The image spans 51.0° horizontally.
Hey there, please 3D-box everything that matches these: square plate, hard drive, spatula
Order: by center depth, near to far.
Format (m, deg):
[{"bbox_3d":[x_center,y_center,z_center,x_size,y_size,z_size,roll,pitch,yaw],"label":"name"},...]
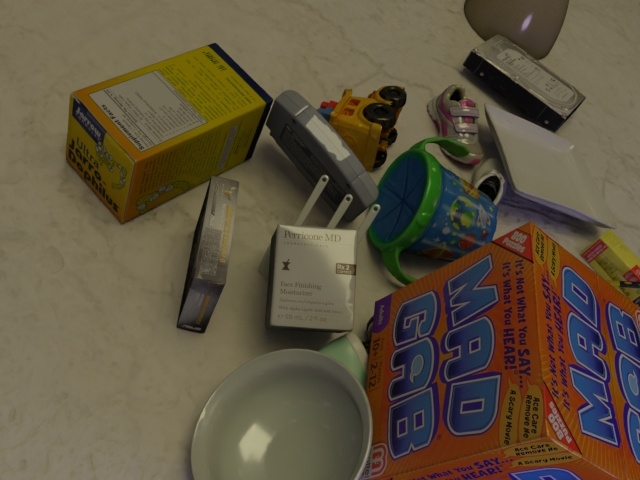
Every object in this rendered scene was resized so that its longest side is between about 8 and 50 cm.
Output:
[{"bbox_3d":[0.000,0.000,1.350,0.168,0.242,0.019,31,5,4],"label":"spatula"},{"bbox_3d":[0.597,-0.191,1.786,0.347,0.049,0.344,18,43,-23],"label":"square plate"},{"bbox_3d":[0.615,-0.479,2.008,0.339,0.064,0.237,40,42,12],"label":"hard drive"}]

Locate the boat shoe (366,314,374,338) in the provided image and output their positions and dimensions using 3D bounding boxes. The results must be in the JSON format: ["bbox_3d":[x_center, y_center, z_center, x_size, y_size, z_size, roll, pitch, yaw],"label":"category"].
[{"bbox_3d":[0.224,0.151,1.392,0.302,0.115,0.091,-9,24,-18],"label":"boat shoe"}]

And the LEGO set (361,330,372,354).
[{"bbox_3d":[0.096,0.218,1.304,0.054,0.023,0.083,-25,101,-21],"label":"LEGO set"}]

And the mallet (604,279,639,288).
[{"bbox_3d":[0.712,0.111,1.616,0.189,0.039,0.062,10,53,21],"label":"mallet"}]

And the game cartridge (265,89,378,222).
[{"bbox_3d":[0.002,-0.177,1.433,0.060,0.196,0.294,-40,90,-13],"label":"game cartridge"}]

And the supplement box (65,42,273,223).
[{"bbox_3d":[-0.305,-0.226,1.367,0.194,0.195,0.356,46,51,13],"label":"supplement box"}]

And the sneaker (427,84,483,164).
[{"bbox_3d":[0.367,-0.313,1.774,0.102,0.111,0.253,-5,58,-26],"label":"sneaker"}]

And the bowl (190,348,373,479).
[{"bbox_3d":[-0.046,0.333,1.077,0.297,0.134,0.298,-11,49,14],"label":"bowl"}]

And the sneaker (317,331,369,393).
[{"bbox_3d":[0.052,0.311,1.217,0.151,0.094,0.256,-27,84,-8],"label":"sneaker"}]

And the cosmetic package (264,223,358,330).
[{"bbox_3d":[-0.019,0.075,1.248,0.151,0.151,0.184,4,80,-8],"label":"cosmetic package"}]

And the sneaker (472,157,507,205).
[{"bbox_3d":[0.429,-0.135,1.685,0.094,0.091,0.258,30,48,0],"label":"sneaker"}]

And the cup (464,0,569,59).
[{"bbox_3d":[0.668,-0.784,2.165,0.330,0.237,0.331,12,53,-16],"label":"cup"}]

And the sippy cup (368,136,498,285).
[{"bbox_3d":[0.258,-0.056,1.482,0.223,0.306,0.240,20,22,-23],"label":"sippy cup"}]

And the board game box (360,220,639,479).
[{"bbox_3d":[0.322,0.261,1.117,0.356,0.356,0.357,33,46,-26],"label":"board game box"}]

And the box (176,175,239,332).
[{"bbox_3d":[-0.206,0.026,1.235,0.056,0.183,0.231,13,51,-14],"label":"box"}]

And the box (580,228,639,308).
[{"bbox_3d":[0.765,0.089,1.673,0.058,0.087,0.232,-25,70,-35],"label":"box"}]

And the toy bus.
[{"bbox_3d":[0.086,-0.298,1.639,0.211,0.150,0.220,20,47,12],"label":"toy bus"}]
